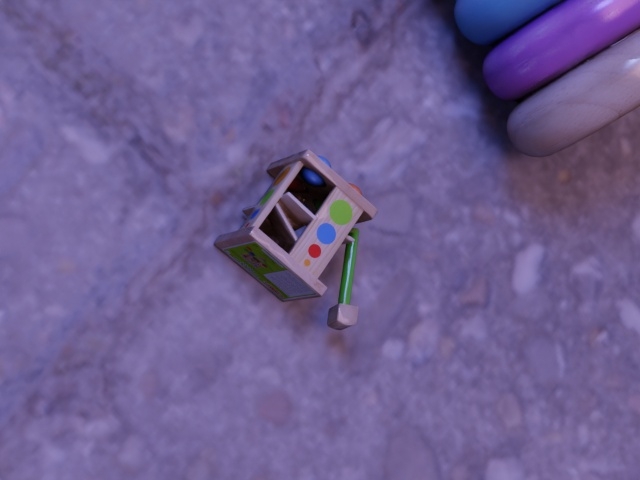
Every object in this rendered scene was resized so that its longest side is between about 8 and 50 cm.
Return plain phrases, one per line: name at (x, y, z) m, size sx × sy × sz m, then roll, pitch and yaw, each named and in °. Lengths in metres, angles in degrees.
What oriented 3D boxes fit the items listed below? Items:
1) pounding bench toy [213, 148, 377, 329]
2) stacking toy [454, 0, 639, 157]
pounding bench toy at (0.000, 0.000, 0.879) m, size 0.083 × 0.052 × 0.065 m, roll 41°, pitch 69°, yaw -15°
stacking toy at (0.089, -0.217, 0.914) m, size 0.141 × 0.141 × 0.330 m, roll -32°, pitch 91°, yaw -24°
